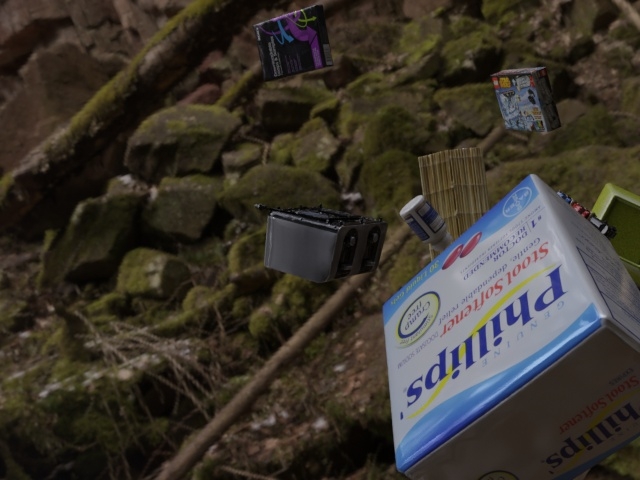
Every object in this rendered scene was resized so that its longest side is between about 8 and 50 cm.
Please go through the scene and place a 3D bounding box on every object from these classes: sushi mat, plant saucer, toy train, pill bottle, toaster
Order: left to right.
[{"bbox_3d":[0.000,0.000,1.320,0.185,0.110,0.168,15,12,32],"label":"toaster"},{"bbox_3d":[0.237,-0.036,1.650,0.067,0.120,0.067,-40,9,8],"label":"pill bottle"},{"bbox_3d":[0.323,-0.056,1.752,0.151,0.317,0.019,-7,-3,10],"label":"sushi mat"},{"bbox_3d":[0.450,-0.046,1.288,0.027,0.036,0.158,-59,30,15],"label":"toy train"},{"bbox_3d":[0.717,-0.018,1.744,0.188,0.188,0.045,-62,-17,2],"label":"plant saucer"}]

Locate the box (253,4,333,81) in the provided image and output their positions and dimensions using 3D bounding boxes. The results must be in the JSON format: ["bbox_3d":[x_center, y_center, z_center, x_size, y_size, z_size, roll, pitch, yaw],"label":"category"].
[{"bbox_3d":[-0.055,-0.379,1.446,0.162,0.116,0.029,-4,11,40],"label":"box"}]

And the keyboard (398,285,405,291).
[{"bbox_3d":[0.218,0.194,1.625,0.100,0.192,0.038,-5,2,28],"label":"keyboard"}]

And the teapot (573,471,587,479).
[{"bbox_3d":[0.582,0.505,1.814,0.187,0.256,0.253,7,40,3],"label":"teapot"}]

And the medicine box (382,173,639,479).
[{"bbox_3d":[0.215,0.114,0.827,0.263,0.149,0.289,-45,20,24],"label":"medicine box"}]

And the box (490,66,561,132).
[{"bbox_3d":[0.317,-0.218,1.158,0.027,0.094,0.137,-23,15,-8],"label":"box"}]
